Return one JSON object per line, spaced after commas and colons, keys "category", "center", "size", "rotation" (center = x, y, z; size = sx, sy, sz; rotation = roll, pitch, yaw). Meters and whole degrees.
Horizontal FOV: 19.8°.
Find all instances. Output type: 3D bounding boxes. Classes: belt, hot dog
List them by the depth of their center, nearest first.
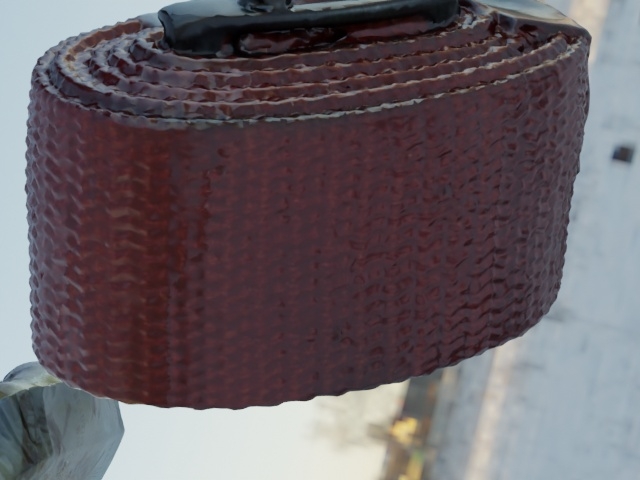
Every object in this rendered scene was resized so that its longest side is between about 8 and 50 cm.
{"category": "belt", "center": [-0.002, -0.029, 0.613], "size": [0.128, 0.201, 0.124], "rotation": [35, 130, 51]}
{"category": "hot dog", "center": [-0.195, 0.143, 1.128], "size": [0.162, 0.082, 0.270], "rotation": [-57, -8, 3]}
